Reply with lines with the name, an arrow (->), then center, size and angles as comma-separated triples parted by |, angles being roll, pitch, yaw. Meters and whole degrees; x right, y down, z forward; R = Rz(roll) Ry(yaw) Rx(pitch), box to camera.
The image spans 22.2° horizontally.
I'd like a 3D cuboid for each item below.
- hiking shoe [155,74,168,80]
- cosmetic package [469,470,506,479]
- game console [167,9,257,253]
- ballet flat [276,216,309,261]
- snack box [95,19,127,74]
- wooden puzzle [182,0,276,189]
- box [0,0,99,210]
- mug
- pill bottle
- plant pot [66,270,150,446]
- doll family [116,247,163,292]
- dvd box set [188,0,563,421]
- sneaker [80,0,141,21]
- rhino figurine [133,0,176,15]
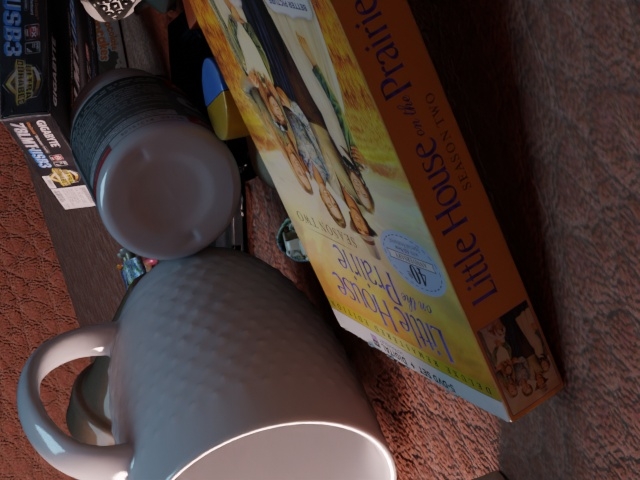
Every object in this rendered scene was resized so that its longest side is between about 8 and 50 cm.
hiking shoe -> -0.269, -0.180, 2.277 | 0.227, 0.114, 0.086 | -161, 55, -70
cosmetic package -> 0.059, 0.330, 1.397 | 0.153, 0.296, 0.129 | -131, 27, -57
game console -> -0.130, -0.102, 2.032 | 0.361, 0.044, 0.213 | 91, 156, -43
ballet flat -> 0.000, 0.000, 1.670 | 0.188, 0.070, 0.070 | 173, 80, -73
snack box -> -0.353, -0.298, 2.528 | 0.187, 0.060, 0.322 | -133, 30, -55
wooden puzzle -> -0.077, -0.227, 1.666 | 0.322, 0.080, 0.348 | 158, 95, -73
box -> -0.345, -0.227, 2.105 | 0.293, 0.073, 0.296 | 77, -174, -68
mug -> -0.141, 0.174, 1.772 | 0.328, 0.374, 0.276 | -114, 31, -45
pill bottle -> -0.201, -0.100, 1.892 | 0.283, 0.161, 0.161 | -128, 26, -62
plant pot -> -0.208, 0.169, 2.261 | 0.263, 0.263, 0.229 | -130, 45, -53
doll family -> -0.272, 0.100, 2.557 | 0.263, 0.118, 0.163 | 130, 122, -71
dvd box set -> 0.023, -0.077, 1.311 | 0.307, 0.062, 0.420 | 27, 146, 61
sneaker -> -0.286, -0.433, 2.131 | 0.118, 0.110, 0.292 | -116, 20, -66
rhino figurine -> -0.196, -0.330, 1.966 | 0.243, 0.073, 0.106 | 152, 104, -75
